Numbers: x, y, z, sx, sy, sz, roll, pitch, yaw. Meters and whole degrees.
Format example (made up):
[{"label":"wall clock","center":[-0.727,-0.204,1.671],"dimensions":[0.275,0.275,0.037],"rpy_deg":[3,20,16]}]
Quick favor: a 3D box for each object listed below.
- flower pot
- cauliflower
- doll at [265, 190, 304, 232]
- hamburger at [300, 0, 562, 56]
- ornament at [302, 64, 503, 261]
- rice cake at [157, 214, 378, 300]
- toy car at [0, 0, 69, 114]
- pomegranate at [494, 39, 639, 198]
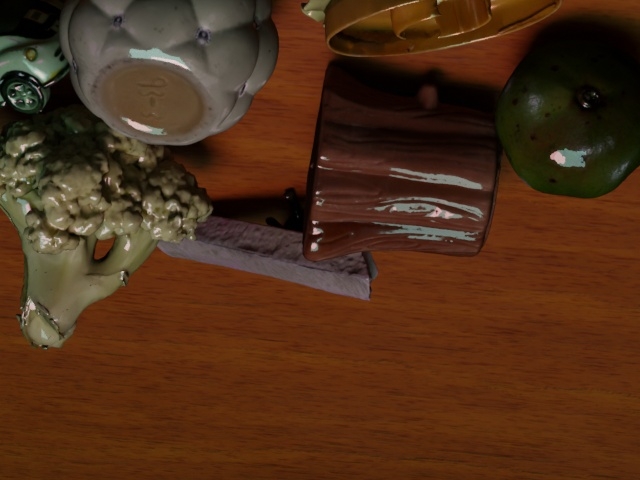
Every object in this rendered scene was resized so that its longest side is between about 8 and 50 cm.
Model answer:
[{"label":"flower pot","center":[-0.168,-0.225,1.964],"dimensions":[0.246,0.195,0.246],"rpy_deg":[5,143,4]},{"label":"cauliflower","center":[-0.292,-0.035,2.153],"dimensions":[0.327,0.281,0.260],"rpy_deg":[3,156,-8]},{"label":"doll","center":[0.000,0.000,2.330],"dimensions":[0.139,0.057,0.165],"rpy_deg":[-1,142,12]},{"label":"hamburger","center":[0.103,-0.314,1.760],"dimensions":[0.274,0.212,0.274],"rpy_deg":[-10,173,-1]},{"label":"ornament","center":[0.095,-0.074,2.112],"dimensions":[0.217,0.235,0.221],"rpy_deg":[7,167,-3]},{"label":"rice cake","center":[-0.075,0.012,2.274],"dimensions":[0.365,0.056,0.073],"rpy_deg":[10,150,33]},{"label":"toy car","center":[-0.411,-0.208,2.092],"dimensions":[0.305,0.136,0.125],"rpy_deg":[-16,123,30]},{"label":"pomegranate","center":[0.289,-0.132,2.027],"dimensions":[0.187,0.187,0.225],"rpy_deg":[6,170,3]}]
